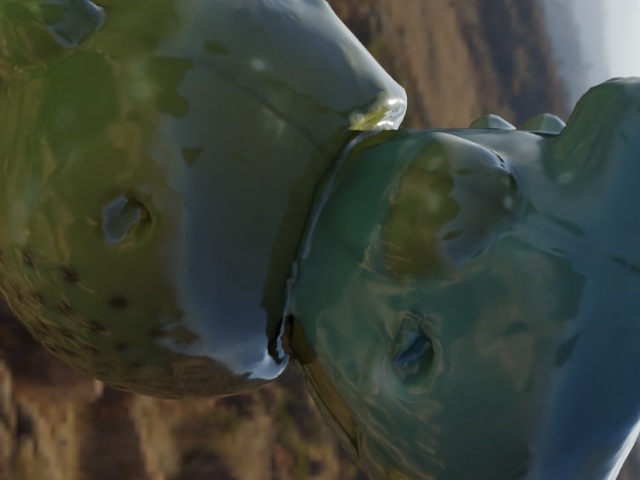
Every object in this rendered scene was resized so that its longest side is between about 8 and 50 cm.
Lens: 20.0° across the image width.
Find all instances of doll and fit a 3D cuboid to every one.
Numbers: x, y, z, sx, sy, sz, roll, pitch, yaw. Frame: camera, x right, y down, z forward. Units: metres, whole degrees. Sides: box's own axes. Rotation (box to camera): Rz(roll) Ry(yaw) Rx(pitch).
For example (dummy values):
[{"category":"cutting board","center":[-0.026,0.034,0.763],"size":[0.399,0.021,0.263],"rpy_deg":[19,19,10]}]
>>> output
[{"category":"doll","center":[0.000,0.000,0.649],"size":[0.161,0.260,0.177],"rpy_deg":[-60,168,-22]}]
